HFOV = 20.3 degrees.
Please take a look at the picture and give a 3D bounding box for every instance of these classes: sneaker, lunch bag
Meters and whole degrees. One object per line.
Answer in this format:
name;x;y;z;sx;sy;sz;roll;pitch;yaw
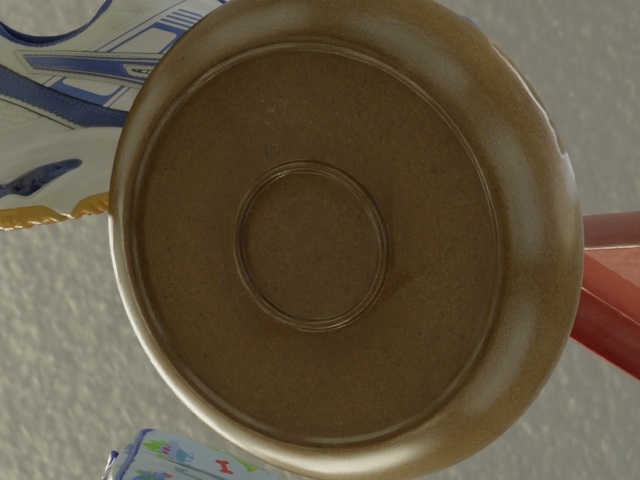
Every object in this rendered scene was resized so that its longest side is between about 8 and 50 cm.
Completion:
sneaker;-0.055;-0.095;0.920;0.297;0.131;0.112;-13;-173;-10
lunch bag;-0.077;0.208;1.250;0.176;0.219;0.090;23;-85;-3

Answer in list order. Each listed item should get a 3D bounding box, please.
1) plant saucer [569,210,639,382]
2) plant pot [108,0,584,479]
plant saucer;0.256;0.048;1.247;0.259;0.258;0.047;-3;-121;62
plant pot;0.000;0.000;0.803;0.236;0.236;0.032;13;-166;23
